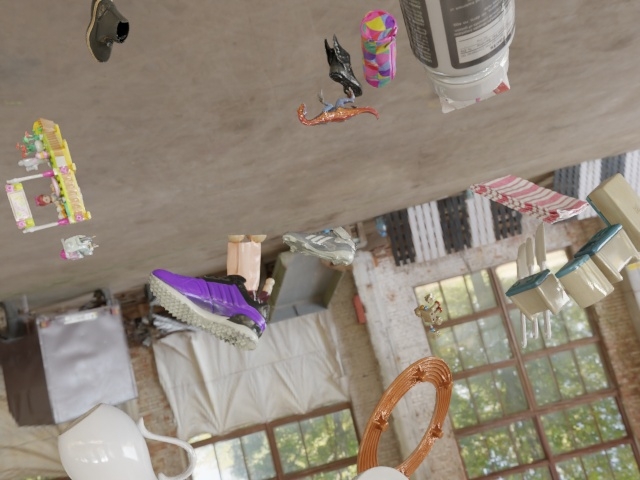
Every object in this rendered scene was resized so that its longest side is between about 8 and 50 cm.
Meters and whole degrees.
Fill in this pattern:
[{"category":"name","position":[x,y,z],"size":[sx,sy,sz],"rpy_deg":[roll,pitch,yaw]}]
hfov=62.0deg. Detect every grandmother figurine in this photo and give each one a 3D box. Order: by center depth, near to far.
[{"category":"grandmother figurine","position":[-0.241,0.154,1.644],"size":[0.207,0.343,0.104],"rpy_deg":[-1,-179,-12]}]

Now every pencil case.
[{"category":"pencil case","position":[0.160,-0.514,1.449],"size":[0.104,0.105,0.236],"rpy_deg":[-15,165,3]}]

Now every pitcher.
[{"category":"pitcher","position":[-0.332,0.373,0.928],"size":[0.177,0.207,0.125],"rpy_deg":[-39,-174,-35]}]

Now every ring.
[{"category":"ring","position":[0.203,0.420,1.192],"size":[0.336,0.337,0.032],"rpy_deg":[-6,-158,-45]}]

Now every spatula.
[{"category":"spatula","position":[0.453,0.102,1.136],"size":[0.019,0.242,0.168],"rpy_deg":[4,160,-1]}]

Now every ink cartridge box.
[{"category":"ink cartridge box","position":[0.415,-0.448,1.499],"size":[0.198,0.116,0.067],"rpy_deg":[-17,166,34]}]

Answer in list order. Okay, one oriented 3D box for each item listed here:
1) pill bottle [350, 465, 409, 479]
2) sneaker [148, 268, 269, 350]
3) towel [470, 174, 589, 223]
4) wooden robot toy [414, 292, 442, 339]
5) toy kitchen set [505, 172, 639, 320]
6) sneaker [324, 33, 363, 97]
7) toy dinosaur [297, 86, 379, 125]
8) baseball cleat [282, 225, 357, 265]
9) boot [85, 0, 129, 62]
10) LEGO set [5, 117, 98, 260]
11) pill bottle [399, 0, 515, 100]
[{"category":"pill bottle","position":[0.085,0.439,0.851],"size":[0.121,0.121,0.221],"rpy_deg":[-12,147,-13]},{"category":"sneaker","position":[-0.249,0.129,1.241],"size":[0.146,0.293,0.102],"rpy_deg":[-61,-178,-36]},{"category":"towel","position":[0.427,-0.093,1.090],"size":[0.144,0.029,0.197],"rpy_deg":[-16,-145,-39]},{"category":"wooden robot toy","position":[0.347,0.238,1.744],"size":[0.079,0.173,0.076],"rpy_deg":[10,-141,44]},{"category":"toy kitchen set","position":[0.417,0.015,0.882],"size":[0.207,0.122,0.166],"rpy_deg":[-34,175,-25]},{"category":"sneaker","position":[0.061,-0.439,1.355],"size":[0.051,0.089,0.170],"rpy_deg":[-7,164,31]},{"category":"toy dinosaur","position":[0.014,-0.168,0.688],"size":[0.082,0.047,0.090],"rpy_deg":[-35,-142,-31]},{"category":"baseball cleat","position":[0.000,0.000,1.489],"size":[0.205,0.110,0.072],"rpy_deg":[22,153,-4]},{"category":"boot","position":[-0.589,-0.560,1.488],"size":[0.076,0.137,0.198],"rpy_deg":[-26,152,-36]},{"category":"LEGO set","position":[-0.471,-0.103,0.898],"size":[0.107,0.287,0.132],"rpy_deg":[-18,163,-26]},{"category":"pill bottle","position":[0.252,-0.441,0.987],"size":[0.204,0.204,0.361],"rpy_deg":[-16,149,12]}]
